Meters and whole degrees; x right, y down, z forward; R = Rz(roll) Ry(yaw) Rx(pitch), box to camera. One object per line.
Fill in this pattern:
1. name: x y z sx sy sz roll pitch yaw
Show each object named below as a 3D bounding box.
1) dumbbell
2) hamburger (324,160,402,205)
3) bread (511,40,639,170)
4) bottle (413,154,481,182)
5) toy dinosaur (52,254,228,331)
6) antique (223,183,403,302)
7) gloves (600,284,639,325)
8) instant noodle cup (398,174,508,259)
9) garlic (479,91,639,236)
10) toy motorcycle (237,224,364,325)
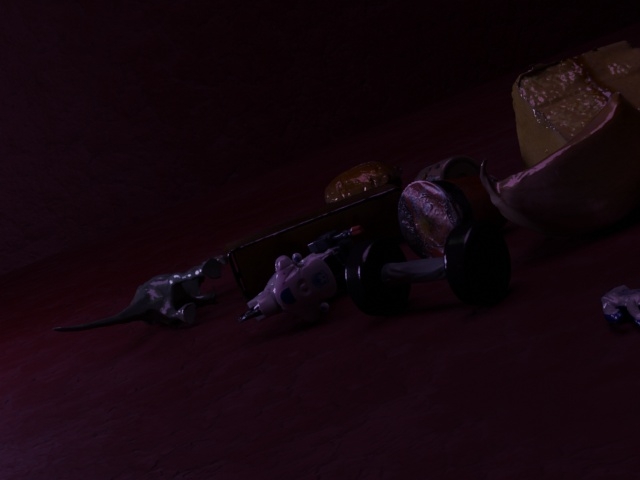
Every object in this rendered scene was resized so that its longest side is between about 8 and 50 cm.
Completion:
1. dumbbell: 0.130 0.036 1.242 0.191 0.100 0.100 -10 14 43
2. hamburger: 0.093 -0.112 2.107 0.176 0.087 0.102 -18 9 0
3. bread: 0.478 -0.214 1.659 0.263 0.198 0.236 -21 17 -13
4. bottle: 0.215 -0.093 1.788 0.099 0.099 0.152 -25 5 -24
5. toy dinosaur: -0.263 0.100 1.685 0.393 0.092 0.205 -30 14 -38
6. antique: 0.000 0.000 1.685 0.309 0.093 0.087 -22 10 -7
7. gloves: 0.305 0.065 0.974 0.064 0.026 0.086 -28 18 -29
8. instant noodle cup: 0.203 -0.042 1.485 0.135 0.127 0.127 -18 7 -37
9. garlic: 0.327 -0.085 1.326 0.244 0.164 0.145 -28 29 -14
10. toy motorcycle: -0.015 0.054 1.439 0.150 0.102 0.221 -28 4 40
